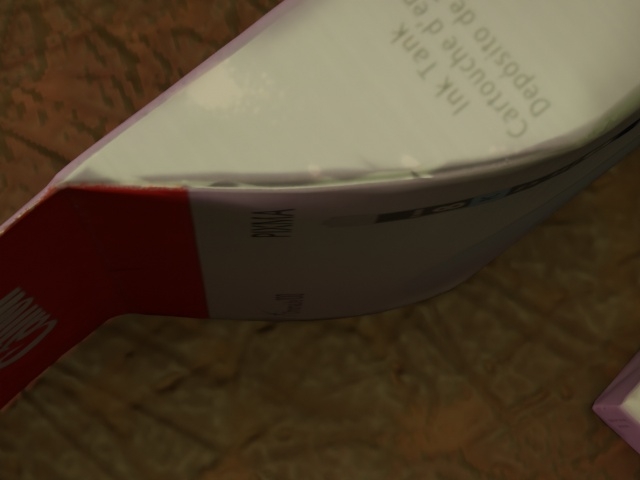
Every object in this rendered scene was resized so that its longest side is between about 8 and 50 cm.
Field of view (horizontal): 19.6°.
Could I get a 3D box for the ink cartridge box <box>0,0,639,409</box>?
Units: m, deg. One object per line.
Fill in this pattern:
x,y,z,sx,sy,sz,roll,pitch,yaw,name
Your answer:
0.000,0.000,0.613,0.385,0.308,0.091,-40,86,-7,ink cartridge box

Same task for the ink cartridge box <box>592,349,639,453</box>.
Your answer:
0.212,0.089,0.739,0.180,0.060,0.104,42,83,2,ink cartridge box
